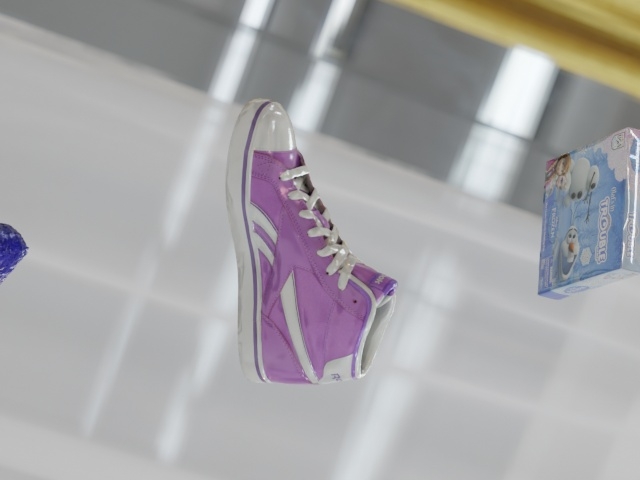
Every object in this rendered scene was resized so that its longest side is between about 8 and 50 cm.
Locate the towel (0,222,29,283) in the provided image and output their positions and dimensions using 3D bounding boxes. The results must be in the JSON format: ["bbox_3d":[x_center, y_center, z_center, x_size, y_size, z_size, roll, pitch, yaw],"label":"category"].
[{"bbox_3d":[-0.458,0.051,1.807,0.227,0.308,0.076,-36,-115,34],"label":"towel"}]

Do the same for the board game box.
[{"bbox_3d":[0.168,-0.015,1.164,0.090,0.020,0.090,-24,-123,59],"label":"board game box"}]

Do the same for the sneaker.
[{"bbox_3d":[0.000,0.000,1.824,0.102,0.161,0.282,-25,112,-62],"label":"sneaker"}]
